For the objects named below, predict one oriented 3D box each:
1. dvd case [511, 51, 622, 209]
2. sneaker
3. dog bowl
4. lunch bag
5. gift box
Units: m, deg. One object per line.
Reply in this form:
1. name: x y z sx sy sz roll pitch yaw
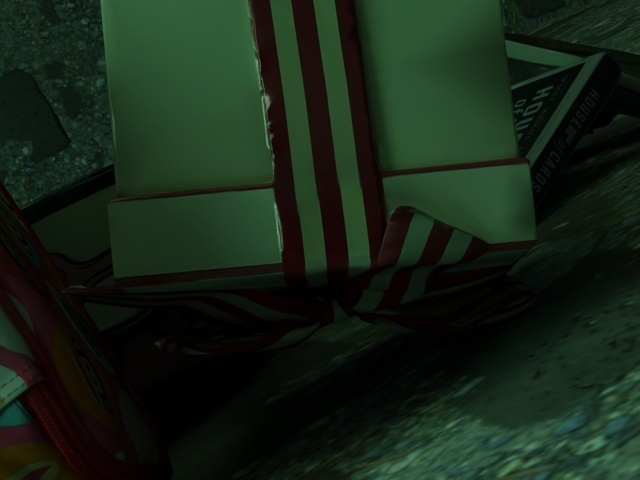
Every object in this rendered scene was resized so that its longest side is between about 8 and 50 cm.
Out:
1. dvd case: 0.129 -0.061 1.187 0.179 0.029 0.238 -55 18 -25
2. sneaker: 0.231 -0.108 1.250 0.083 0.118 0.222 -10 23 -39
3. dog bowl: -0.222 0.078 1.101 0.408 0.150 0.408 -29 -1 0
4. lunch bag: -0.201 0.044 0.779 0.120 0.293 0.258 -35 -11 -3
5. gift box: -0.014 -0.066 0.826 0.255 0.258 0.276 -7 -6 6
